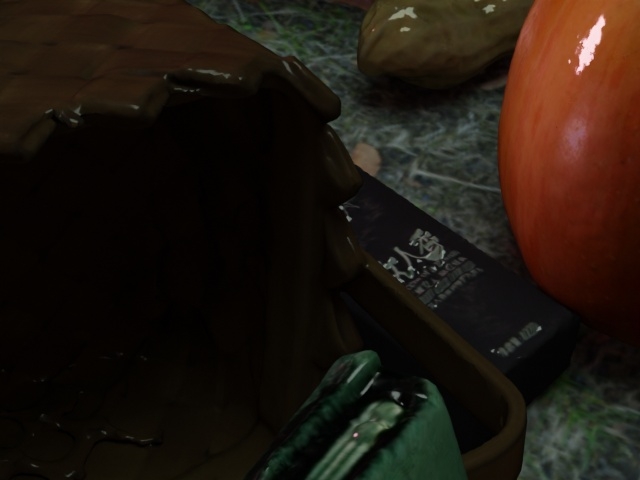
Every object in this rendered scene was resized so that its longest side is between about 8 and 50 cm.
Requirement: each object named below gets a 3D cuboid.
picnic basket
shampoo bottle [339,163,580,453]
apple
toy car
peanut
[{"bbox_3d":[-0.091,0.054,0.764,0.254,0.291,0.321,-20,40,-27],"label":"picnic basket"},{"bbox_3d":[-0.001,0.000,0.988,0.309,0.071,0.098,35,53,26],"label":"shampoo bottle"},{"bbox_3d":[0.224,-0.069,0.961,0.242,0.241,0.242,5,33,-3],"label":"apple"},{"bbox_3d":[0.033,0.199,0.626,0.097,0.320,0.141,11,41,32],"label":"toy car"},{"bbox_3d":[0.099,-0.149,1.139,0.187,0.082,0.082,-22,53,-28],"label":"peanut"}]
